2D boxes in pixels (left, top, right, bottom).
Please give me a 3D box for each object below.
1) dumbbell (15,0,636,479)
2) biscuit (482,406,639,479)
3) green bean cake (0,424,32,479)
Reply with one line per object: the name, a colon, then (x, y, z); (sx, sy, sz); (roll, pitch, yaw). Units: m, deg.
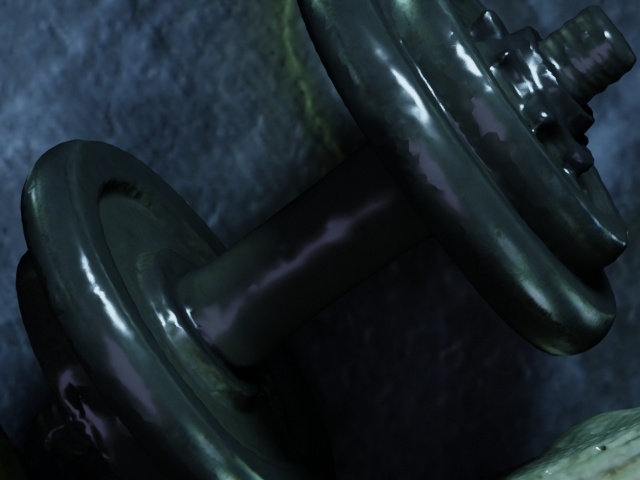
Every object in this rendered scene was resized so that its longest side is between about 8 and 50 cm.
dumbbell: (0.000, 0.000, 0.789); (0.290, 0.192, 0.192); (-35, 89, 13)
biscuit: (0.142, 0.085, 0.792); (0.252, 0.150, 0.052); (-27, 83, 13)
green bean cake: (-0.252, 0.126, 0.831); (0.247, 0.156, 0.250); (-27, 91, 36)
